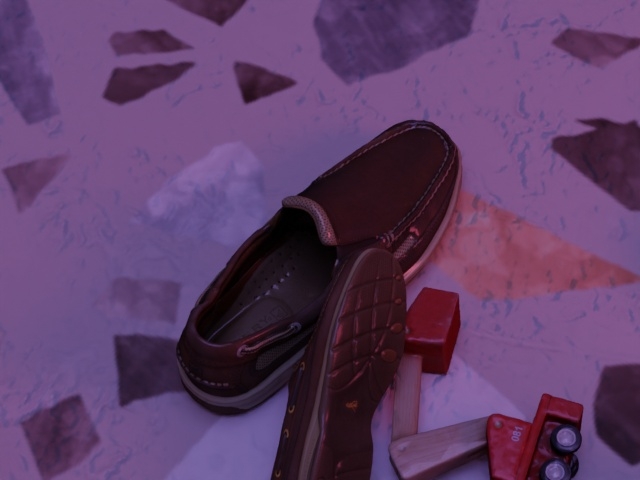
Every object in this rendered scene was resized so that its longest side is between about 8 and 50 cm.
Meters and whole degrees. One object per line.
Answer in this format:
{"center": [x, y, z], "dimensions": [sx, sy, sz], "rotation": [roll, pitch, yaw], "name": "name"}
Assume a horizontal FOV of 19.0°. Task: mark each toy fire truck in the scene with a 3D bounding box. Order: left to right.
{"center": [0.094, 0.134, 1.213], "dimensions": [0.135, 0.047, 0.192], "rotation": [15, 62, 13], "name": "toy fire truck"}

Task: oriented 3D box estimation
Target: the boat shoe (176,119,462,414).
{"center": [0.006, 0.004, 1.268], "dimensions": [0.095, 0.095, 0.257], "rotation": [32, 67, 21], "name": "boat shoe"}

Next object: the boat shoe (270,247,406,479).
{"center": [0.006, 0.089, 1.215], "dimensions": [0.060, 0.064, 0.178], "rotation": [5, 78, 46], "name": "boat shoe"}
